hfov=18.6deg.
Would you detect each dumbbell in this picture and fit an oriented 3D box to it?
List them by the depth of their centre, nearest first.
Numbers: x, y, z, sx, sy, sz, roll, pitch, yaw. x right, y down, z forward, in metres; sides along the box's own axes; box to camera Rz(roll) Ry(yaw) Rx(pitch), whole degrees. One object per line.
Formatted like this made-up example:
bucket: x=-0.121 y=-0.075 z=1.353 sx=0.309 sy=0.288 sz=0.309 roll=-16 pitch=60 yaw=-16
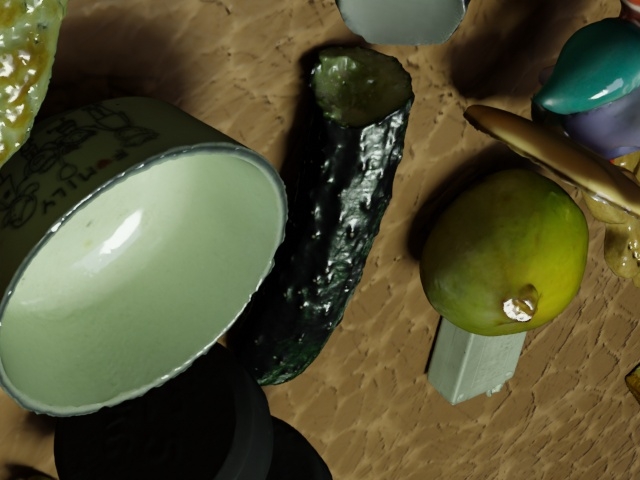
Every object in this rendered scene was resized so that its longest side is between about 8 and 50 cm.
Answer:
dumbbell: x=-0.086 y=0.174 z=1.438 sx=0.152 sy=0.152 sz=0.218 roll=-41 pitch=149 yaw=-4

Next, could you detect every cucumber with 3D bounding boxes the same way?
cucumber: x=0.000 y=0.000 z=1.402 sx=0.072 sy=0.081 sz=0.303 roll=-59 pitch=168 yaw=-50

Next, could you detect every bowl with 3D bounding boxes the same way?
bowl: x=-0.136 y=-0.006 z=1.205 sx=0.211 sy=0.112 sz=0.211 roll=-30 pitch=147 yaw=-22

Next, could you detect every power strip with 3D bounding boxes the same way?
power strip: x=0.142 y=0.066 z=1.672 sx=0.075 sy=0.042 sz=0.175 roll=-21 pitch=141 yaw=-33

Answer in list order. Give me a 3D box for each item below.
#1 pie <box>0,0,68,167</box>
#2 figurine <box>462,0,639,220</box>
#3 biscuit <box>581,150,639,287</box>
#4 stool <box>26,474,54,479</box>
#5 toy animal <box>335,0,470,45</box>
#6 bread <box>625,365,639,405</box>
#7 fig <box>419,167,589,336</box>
pie: x=-0.248 y=-0.107 z=1.004 sx=0.302 sy=0.067 sz=0.302 roll=-28 pitch=146 yaw=-21
figurine: x=0.229 y=-0.159 z=1.383 sx=0.208 sy=0.181 sz=0.257 roll=24 pitch=99 yaw=-23
biscuit: x=0.256 y=-0.056 z=1.589 sx=0.225 sy=0.036 sz=0.166 roll=54 pitch=47 yaw=-47
stool: x=-0.210 y=0.246 z=1.423 sx=0.110 sy=0.134 sz=0.135 roll=-41 pitch=104 yaw=4
toy animal: x=0.092 y=-0.222 z=1.200 sx=0.179 sy=0.138 sz=0.166 roll=-35 pitch=168 yaw=-29
bread: x=0.359 y=0.176 z=2.000 sx=0.035 sy=0.094 sz=0.090 roll=-42 pitch=151 yaw=-1
fig: x=0.146 y=0.013 z=1.544 sx=0.153 sy=0.121 sz=0.136 roll=-40 pitch=140 yaw=-39
